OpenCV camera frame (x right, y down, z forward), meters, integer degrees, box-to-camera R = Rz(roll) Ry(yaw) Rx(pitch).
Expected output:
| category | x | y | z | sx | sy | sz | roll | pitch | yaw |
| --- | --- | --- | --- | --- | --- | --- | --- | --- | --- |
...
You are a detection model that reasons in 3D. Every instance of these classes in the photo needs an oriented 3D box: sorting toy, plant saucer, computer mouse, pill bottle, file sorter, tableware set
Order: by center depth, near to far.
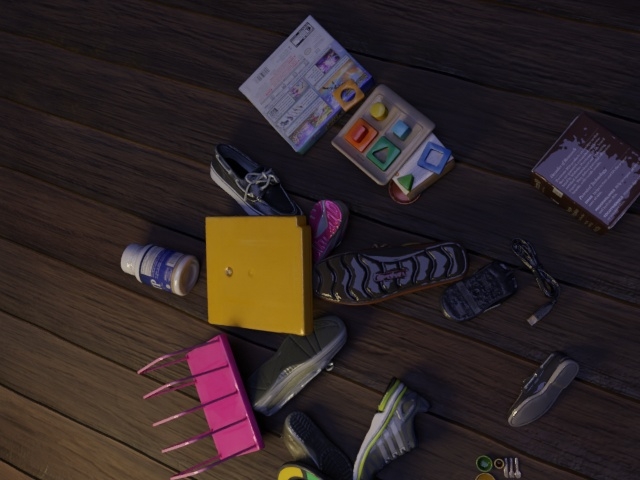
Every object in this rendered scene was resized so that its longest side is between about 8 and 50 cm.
| category | x | y | z | sx | sy | sz | roll | pitch | yaw |
| --- | --- | --- | --- | --- | --- | --- | --- | --- | --- |
| tableware set | 0.408 | 0.572 | 1.490 | 0.104 | 0.024 | 0.154 | -4 | 85 | 16 |
| computer mouse | 0.419 | 0.134 | 1.510 | 0.262 | 0.060 | 0.184 | -36 | 72 | -1 |
| sorting toy | 0.144 | -0.259 | 1.551 | 0.347 | 0.047 | 0.196 | 43 | 94 | 20 |
| file sorter | -0.305 | 0.411 | 1.592 | 0.202 | 0.182 | 0.291 | -33 | 74 | 48 |
| plant saucer | 0.212 | -0.131 | 1.616 | 0.083 | 0.013 | 0.083 | -2 | 84 | 17 |
| pill bottle | -0.430 | 0.070 | 1.737 | 0.186 | 0.112 | 0.112 | 15 | 90 | 18 |

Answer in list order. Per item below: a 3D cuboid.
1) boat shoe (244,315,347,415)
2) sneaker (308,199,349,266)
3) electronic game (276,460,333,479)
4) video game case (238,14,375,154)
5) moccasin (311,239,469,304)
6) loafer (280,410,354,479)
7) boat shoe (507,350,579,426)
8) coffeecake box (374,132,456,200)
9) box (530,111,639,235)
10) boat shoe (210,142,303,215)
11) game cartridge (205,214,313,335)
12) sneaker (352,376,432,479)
| category | x | y | z | sx | sy | sz | roll | pitch | yaw |
| --- | --- | --- | --- | --- | --- | --- | --- | --- | --- |
| boat shoe | -0.053 | 0.313 | 1.616 | 0.320 | 0.103 | 0.118 | -44 | 40 | 5 |
| sneaker | 0.000 | 0.000 | 1.624 | 0.103 | 0.111 | 0.252 | 45 | 120 | 14 |
| electronic game | -0.013 | 0.621 | 1.543 | 0.229 | 0.048 | 0.229 | 21 | 128 | 31 |
| video game case | -0.036 | -0.401 | 1.688 | 0.269 | 0.061 | 0.244 | -44 | 75 | 9 |
| moccasin | 0.159 | 0.069 | 1.550 | 0.380 | 0.147 | 0.139 | -16 | 85 | 7 |
| loafer | -0.008 | 0.535 | 1.594 | 0.251 | 0.094 | 0.087 | 53 | 134 | 12 |
| boat shoe | 0.495 | 0.336 | 1.478 | 0.206 | 0.075 | 0.065 | -51 | 31 | 12 |
| coffeecake box | 0.215 | -0.215 | 1.583 | 0.142 | 0.068 | 0.185 | -38 | 71 | 7 |
| box | 0.594 | -0.141 | 1.422 | 0.203 | 0.168 | 0.167 | 41 | 98 | 16 |
| boat shoe | -0.160 | -0.144 | 1.665 | 0.306 | 0.113 | 0.105 | 42 | 142 | 22 |
| game cartridge | -0.156 | 0.079 | 1.615 | 0.323 | 0.052 | 0.285 | 2 | 94 | 35 |
| sneaker | 0.163 | 0.481 | 1.530 | 0.121 | 0.111 | 0.300 | 23 | 94 | 13 |
